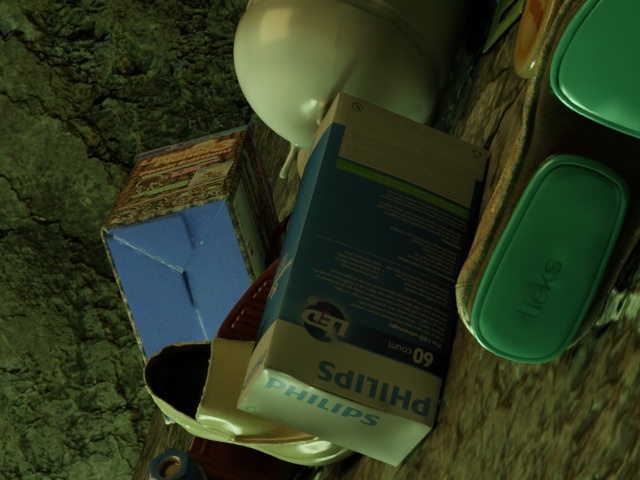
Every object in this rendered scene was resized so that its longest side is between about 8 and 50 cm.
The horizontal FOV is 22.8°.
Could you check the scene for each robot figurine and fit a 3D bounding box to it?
[{"bbox_3d":[0.041,-0.226,1.519,0.300,0.199,0.353,102,-171,-63],"label":"robot figurine"}]

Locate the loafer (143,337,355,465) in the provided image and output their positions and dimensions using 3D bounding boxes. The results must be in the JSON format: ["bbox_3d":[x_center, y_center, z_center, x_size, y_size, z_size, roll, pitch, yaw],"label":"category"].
[{"bbox_3d":[-0.058,0.135,1.376,0.268,0.092,0.102,-6,67,45],"label":"loafer"}]

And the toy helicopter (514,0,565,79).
[{"bbox_3d":[0.163,-0.238,1.059,0.235,0.140,0.355,119,166,-55],"label":"toy helicopter"}]

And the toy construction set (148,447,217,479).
[{"bbox_3d":[-0.136,0.348,1.233,0.237,0.257,0.309,42,139,44],"label":"toy construction set"}]

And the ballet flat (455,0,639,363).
[{"bbox_3d":[0.153,-0.074,0.830,0.316,0.107,0.106,-61,4,37],"label":"ballet flat"}]

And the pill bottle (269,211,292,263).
[{"bbox_3d":[0.000,0.000,1.676,0.152,0.086,0.086,146,144,-75],"label":"pill bottle"}]

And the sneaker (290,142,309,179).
[{"bbox_3d":[0.037,-0.147,1.868,0.095,0.090,0.235,-99,24,-48],"label":"sneaker"}]

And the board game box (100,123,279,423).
[{"bbox_3d":[-0.122,0.029,1.769,0.291,0.141,0.232,-83,-23,-72],"label":"board game box"}]

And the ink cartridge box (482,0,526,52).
[{"bbox_3d":[0.162,-0.284,1.406,0.109,0.062,0.209,138,151,-71],"label":"ink cartridge box"}]

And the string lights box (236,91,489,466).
[{"bbox_3d":[0.036,0.025,1.213,0.077,0.133,0.260,124,165,-55],"label":"string lights box"}]

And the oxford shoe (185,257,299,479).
[{"bbox_3d":[-0.057,0.164,1.550,0.348,0.123,0.130,-63,-11,-13],"label":"oxford shoe"}]
